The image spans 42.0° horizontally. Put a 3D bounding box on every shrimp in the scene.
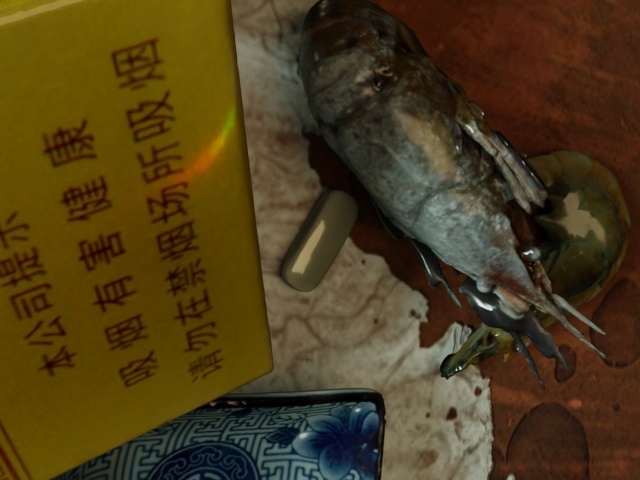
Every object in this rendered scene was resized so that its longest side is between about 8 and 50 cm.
[{"bbox_3d":[0.100,-0.033,0.615,0.116,0.145,0.343,-35,101,14],"label":"shrimp"},{"bbox_3d":[0.184,0.009,0.718,0.254,0.059,0.145,-30,107,-25],"label":"shrimp"}]

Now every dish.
[{"bbox_3d":[-0.080,0.185,0.568,0.243,0.080,0.182,4,93,-31],"label":"dish"}]

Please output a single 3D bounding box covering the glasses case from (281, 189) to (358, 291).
[{"bbox_3d":[0.000,0.000,0.629,0.032,0.021,0.083,36,77,-29],"label":"glasses case"}]

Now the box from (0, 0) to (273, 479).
[{"bbox_3d":[-0.233,0.031,0.362,0.415,0.116,0.264,-23,138,-21],"label":"box"}]
